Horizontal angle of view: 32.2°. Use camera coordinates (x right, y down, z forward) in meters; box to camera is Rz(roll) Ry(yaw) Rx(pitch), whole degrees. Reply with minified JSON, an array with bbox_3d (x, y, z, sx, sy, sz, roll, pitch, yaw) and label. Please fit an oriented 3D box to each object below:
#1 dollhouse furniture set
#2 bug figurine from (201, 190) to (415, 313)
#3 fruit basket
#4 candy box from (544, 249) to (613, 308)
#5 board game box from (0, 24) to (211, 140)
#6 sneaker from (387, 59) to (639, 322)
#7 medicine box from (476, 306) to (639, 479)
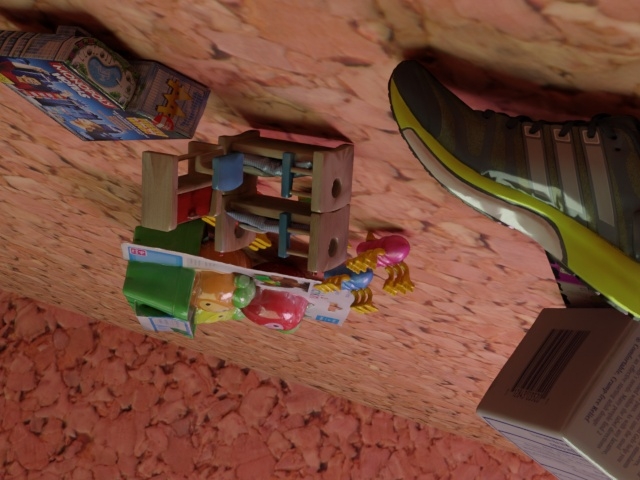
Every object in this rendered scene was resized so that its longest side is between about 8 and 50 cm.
[{"bbox_3d":[-0.070,-0.029,1.104,0.129,0.129,0.183,11,-163,29],"label":"dollhouse furniture set"},{"bbox_3d":[0.000,0.000,1.408,0.279,0.072,0.216,34,155,-31],"label":"bug figurine"},{"bbox_3d":[-0.128,0.088,1.734,0.353,0.165,0.327,16,166,-1],"label":"fruit basket"},{"bbox_3d":[0.319,0.032,1.100,0.159,0.071,0.233,14,165,22],"label":"candy box"},{"bbox_3d":[-0.221,-0.159,1.122,0.194,0.060,0.194,9,163,31],"label":"board game box"},{"bbox_3d":[0.188,-0.062,0.872,0.300,0.121,0.111,35,-162,6],"label":"sneaker"},{"bbox_3d":[0.339,0.207,1.107,0.289,0.149,0.263,37,171,-5],"label":"medicine box"}]
